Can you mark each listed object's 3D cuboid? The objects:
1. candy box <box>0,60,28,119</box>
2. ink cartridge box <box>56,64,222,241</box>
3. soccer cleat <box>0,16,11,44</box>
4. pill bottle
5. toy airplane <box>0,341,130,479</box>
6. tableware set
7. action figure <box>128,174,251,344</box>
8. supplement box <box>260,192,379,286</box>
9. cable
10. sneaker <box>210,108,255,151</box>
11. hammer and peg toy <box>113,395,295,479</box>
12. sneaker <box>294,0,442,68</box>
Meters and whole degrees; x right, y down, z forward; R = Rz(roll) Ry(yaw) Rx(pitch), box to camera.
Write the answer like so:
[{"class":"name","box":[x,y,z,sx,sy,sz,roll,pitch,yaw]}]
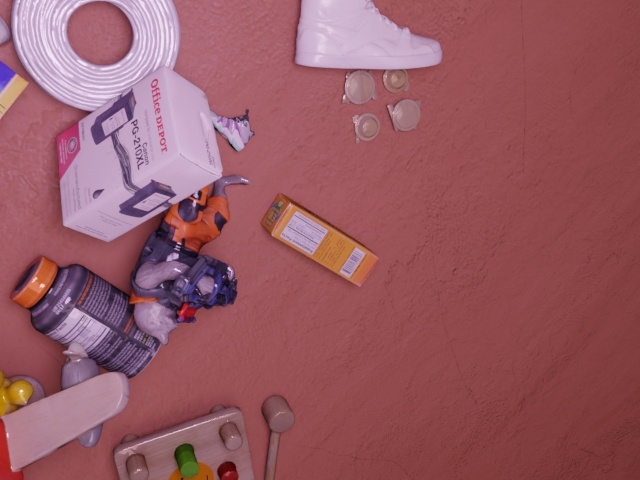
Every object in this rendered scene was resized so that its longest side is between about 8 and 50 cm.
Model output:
[{"class":"candy box","box":[-0.611,-0.206,0.893,0.317,0.122,0.268,42,53,-30]},{"class":"ink cartridge box","box":[-0.283,-0.130,1.036,0.237,0.172,0.100,-26,152,21]},{"class":"soccer cleat","box":[-0.539,-0.355,0.977,0.196,0.076,0.068,43,94,-9]},{"class":"pill bottle","box":[-0.398,0.126,1.155,0.245,0.130,0.130,40,88,-29]},{"class":"toy airplane","box":[-0.516,0.310,1.069,0.386,0.272,0.385,20,101,4]},{"class":"tableware set","box":[0.121,-0.272,1.321,0.168,0.020,0.141,-17,111,-17]},{"class":"action figure","box":[-0.231,0.017,1.167,0.178,0.341,0.330,17,76,6]},{"class":"supplement box","box":[0.000,0.000,1.322,0.233,0.078,0.080,34,94,-28]},{"class":"cable","box":[-0.344,-0.328,1.055,0.257,0.089,0.257,20,97,-28]},{"class":"sneaker","box":[-0.156,-0.215,1.208,0.069,0.038,0.098,-47,128,-6]},{"class":"hammer and peg toy","box":[-0.207,0.469,1.352,0.361,0.127,0.266,-14,112,-20]},{"class":"sneaker","box":[0.099,-0.401,1.219,0.292,0.108,0.169,-5,111,-21]}]
